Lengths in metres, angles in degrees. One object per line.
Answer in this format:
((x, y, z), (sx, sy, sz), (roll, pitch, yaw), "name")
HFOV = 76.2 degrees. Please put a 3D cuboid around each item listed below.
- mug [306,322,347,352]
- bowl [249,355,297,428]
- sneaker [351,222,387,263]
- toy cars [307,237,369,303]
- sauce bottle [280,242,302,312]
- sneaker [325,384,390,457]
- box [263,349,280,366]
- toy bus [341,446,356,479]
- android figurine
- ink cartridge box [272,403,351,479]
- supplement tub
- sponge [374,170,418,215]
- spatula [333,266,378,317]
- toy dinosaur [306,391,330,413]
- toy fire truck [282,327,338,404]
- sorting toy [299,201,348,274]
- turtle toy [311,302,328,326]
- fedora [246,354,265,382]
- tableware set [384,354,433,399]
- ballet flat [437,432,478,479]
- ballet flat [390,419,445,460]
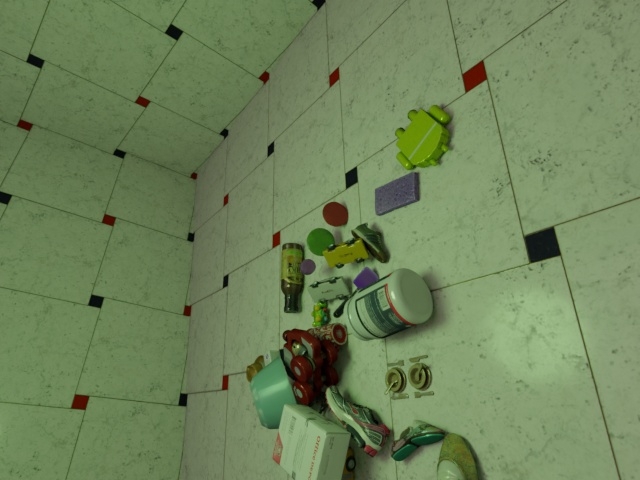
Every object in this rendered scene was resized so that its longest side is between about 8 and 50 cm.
((0.034, 0.421, 1.712), (0.169, 0.113, 0.150), (-29, 100, 42), "mug")
((-0.201, 0.673, 1.748), (0.311, 0.163, 0.311), (163, 90, -76), "bowl")
((0.214, -0.001, 1.619), (0.192, 0.086, 0.064), (45, 161, 27), "sneaker")
((0.078, 0.122, 1.710), (0.176, 0.087, 0.393), (29, 124, 10), "toy cars")
((-0.142, 0.185, 2.020), (0.111, 0.111, 0.344), (-25, 60, 48), "sauce bottle")
((0.129, 0.635, 1.482), (0.112, 0.121, 0.299), (-44, 45, -9), "sneaker")
((-0.211, 0.693, 1.972), (0.063, 0.067, 0.324), (-48, 44, 34), "box")
((0.046, 0.926, 1.468), (0.108, 0.130, 0.332), (-22, 61, 50), "toy bus")
((0.382, -0.380, 1.530), (0.248, 0.056, 0.273), (-56, 39, 25), "android figurine")
((-0.038, 0.733, 1.447), (0.283, 0.117, 0.207), (1, 75, 56), "ink cartridge box")
((0.229, 0.228, 1.408), (0.272, 0.191, 0.191), (-37, 50, 43), "supplement tub")
((0.296, -0.180, 1.601), (0.210, 0.031, 0.117), (-20, 62, 49), "sponge")
((0.134, 0.228, 1.674), (0.084, 0.030, 0.296), (42, 126, 10), "spatula")
((-0.013, 0.679, 1.703), (0.268, 0.064, 0.118), (-9, 57, 54), "toy dinosaur")
((-0.072, 0.487, 1.655), (0.254, 0.169, 0.302), (26, 129, 42), "toy fire truck")
((0.000, 0.000, 1.841), (0.365, 0.127, 0.126), (-63, 5, -20), "sorting toy")
((-0.001, 0.321, 1.805), (0.095, 0.066, 0.130), (114, 155, -57), "turtle toy")
((-0.334, 0.693, 2.131), (0.194, 0.079, 0.194), (-25, 58, 49), "fedora")
((0.285, 0.466, 1.377), (0.194, 0.039, 0.128), (-32, 54, 45), "tableware set")
((0.369, 0.717, 1.105), (0.123, 0.123, 0.348), (-27, 57, 47), "ballet flat")
((0.297, 0.618, 1.288), (0.221, 0.077, 0.079), (-51, 22, 32), "ballet flat")
